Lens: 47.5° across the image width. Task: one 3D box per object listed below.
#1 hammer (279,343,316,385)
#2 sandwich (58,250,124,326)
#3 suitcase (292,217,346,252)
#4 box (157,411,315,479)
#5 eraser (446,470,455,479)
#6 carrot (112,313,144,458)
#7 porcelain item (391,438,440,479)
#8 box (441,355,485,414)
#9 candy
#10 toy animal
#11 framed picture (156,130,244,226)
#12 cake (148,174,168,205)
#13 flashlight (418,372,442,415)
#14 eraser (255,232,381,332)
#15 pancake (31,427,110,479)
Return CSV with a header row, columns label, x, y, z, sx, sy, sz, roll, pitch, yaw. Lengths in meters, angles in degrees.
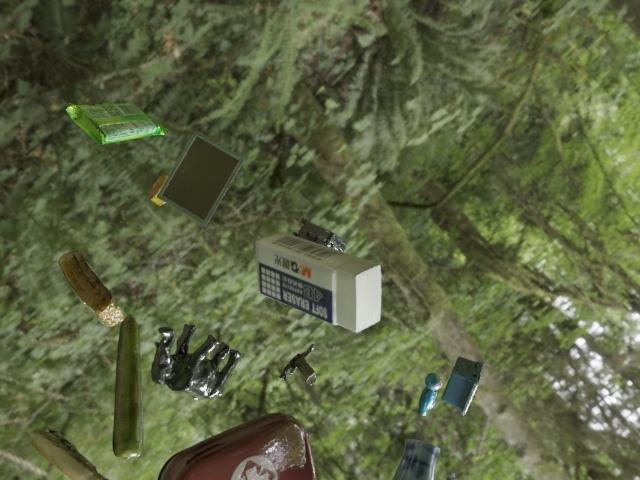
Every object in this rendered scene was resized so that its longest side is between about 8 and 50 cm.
label,x,y,z,sx,sy,sz,roll,pitch,yaw
hammer,-0.039,0.312,1.778,0.125,0.027,0.297,-44,-174,-8
sandwich,-0.695,0.150,2.205,0.087,0.226,0.251,-33,169,-16
suitcase,0.000,0.000,1.811,0.086,0.126,0.059,39,79,-46
box,-0.184,0.561,1.689,0.404,0.263,0.108,-16,-174,-37
eraser,0.393,0.741,2.173,0.019,0.099,0.027,-6,176,-28
carrot,-0.467,0.349,1.777,0.074,0.358,0.074,-5,156,-2
porcelain item,0.216,0.614,1.747,0.141,0.141,0.259,129,-17,-67
box,0.273,0.274,1.399,0.074,0.054,0.099,-51,159,-58
candy,-0.363,-0.214,1.312,0.032,0.102,0.178,-53,167,28
toy animal,-0.277,0.270,1.596,0.115,0.245,0.146,15,-109,56
framed picture,-0.277,-0.144,1.688,0.183,0.142,0.011,-60,169,1
cake,-0.420,-0.135,1.944,0.084,0.044,0.084,-38,-147,30
flashlight,0.300,0.426,2.020,0.051,0.051,0.129,-37,148,-63
eraser,-0.010,0.076,1.438,0.081,0.279,0.124,-20,117,-42
pancake,-0.589,0.618,1.882,0.071,0.382,0.382,-48,179,-21
